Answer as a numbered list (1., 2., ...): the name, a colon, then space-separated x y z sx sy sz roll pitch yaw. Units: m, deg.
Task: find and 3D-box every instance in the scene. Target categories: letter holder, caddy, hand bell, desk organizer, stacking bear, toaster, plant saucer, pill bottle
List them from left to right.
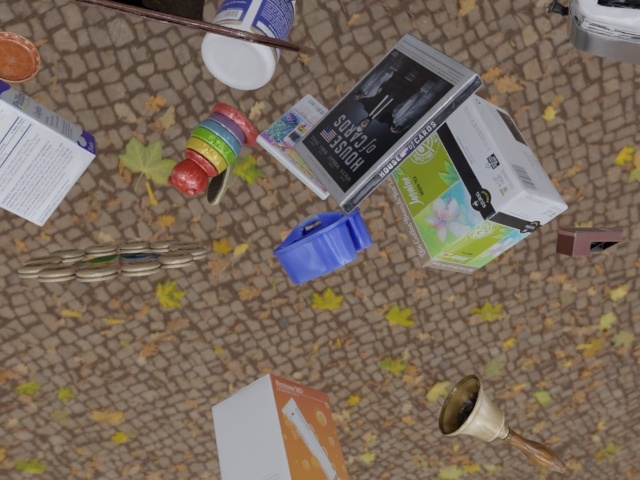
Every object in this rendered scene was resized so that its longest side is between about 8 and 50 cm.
1. plant saucer: -0.481 -0.282 0.875 0.083 0.084 0.013 24 156 -23
2. stacking bear: -0.341 -0.260 1.717 0.175 0.289 0.164 30 163 14
3. letter holder: -0.106 -0.317 0.668 0.214 0.302 0.152 17 108 6
4. pill bottle: -0.138 -0.459 1.186 0.153 0.265 0.153 11 148 7
5. caddy: 0.000 0.000 1.836 0.341 0.241 0.179 -24 98 37
6. hand bell: 0.359 0.370 1.066 0.242 0.126 0.126 32 115 -5
7. desk organizer: 0.529 0.002 1.110 0.130 0.047 0.050 -1 100 -23
8. toaster: 0.337 -0.247 0.556 0.226 0.146 0.129 17 105 22

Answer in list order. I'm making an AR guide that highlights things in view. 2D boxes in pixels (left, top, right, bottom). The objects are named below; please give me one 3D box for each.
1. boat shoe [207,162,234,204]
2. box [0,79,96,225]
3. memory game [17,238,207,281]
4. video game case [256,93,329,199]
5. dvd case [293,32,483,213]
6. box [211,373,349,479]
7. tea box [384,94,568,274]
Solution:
1. boat shoe: -0.327 -0.198 1.919 0.068 0.190 0.072 0 155 34
2. box: -0.377 -0.109 0.707 0.137 0.072 0.126 34 104 -36
3. memory game: -0.211 0.018 0.585 0.186 0.186 0.012 -4 99 -7
4. video game case: -0.009 -0.167 0.986 0.157 0.143 0.019 42 152 3
5. dvd case: 0.082 -0.169 0.785 0.238 0.179 0.029 -43 131 8
6. box: -0.067 0.478 1.136 0.168 0.346 0.215 -33 141 20
7. tea box: 0.376 -0.138 1.453 0.219 0.329 0.323 9 139 -41
